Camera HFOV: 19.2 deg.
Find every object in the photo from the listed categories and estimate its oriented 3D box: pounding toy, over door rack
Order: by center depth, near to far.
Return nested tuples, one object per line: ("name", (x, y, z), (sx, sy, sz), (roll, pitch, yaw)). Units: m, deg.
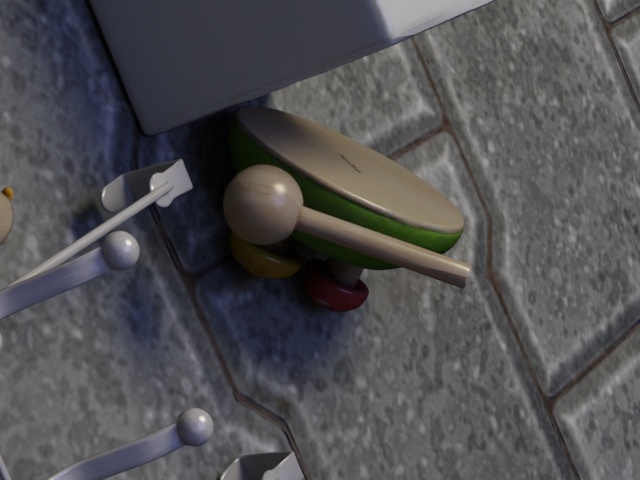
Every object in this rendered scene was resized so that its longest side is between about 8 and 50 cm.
("over door rack", (-0.097, 0.100, 1.113), (0.240, 0.108, 0.324), (70, 22, -13))
("pounding toy", (0.000, 0.000, 1.327), (0.183, 0.110, 0.237), (25, 14, -8))

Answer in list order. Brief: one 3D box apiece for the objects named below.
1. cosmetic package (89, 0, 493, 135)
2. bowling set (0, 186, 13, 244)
("cosmetic package", (-0.080, -0.325, 1.273), (0.161, 0.230, 0.453), (-28, 98, -51))
("bowling set", (-0.309, 0.019, 0.940), (0.200, 0.154, 0.287), (51, 44, -24))
